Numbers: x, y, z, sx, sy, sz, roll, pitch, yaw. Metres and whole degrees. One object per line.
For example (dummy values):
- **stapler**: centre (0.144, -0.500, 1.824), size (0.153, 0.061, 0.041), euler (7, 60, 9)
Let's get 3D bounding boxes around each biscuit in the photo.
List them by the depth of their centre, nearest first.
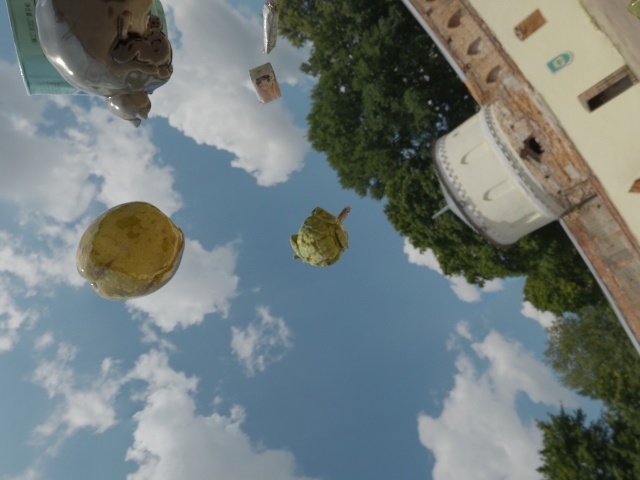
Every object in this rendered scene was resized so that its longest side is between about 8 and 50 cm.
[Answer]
- **biscuit**: centre (0.082, -0.085, 1.668), size (0.023, 0.118, 0.140), euler (37, -162, 5)

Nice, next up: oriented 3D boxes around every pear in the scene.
- **pear**: centre (-0.584, 0.032, 1.291), size (0.315, 0.314, 0.314), euler (28, -137, -30)

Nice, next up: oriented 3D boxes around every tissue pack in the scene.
- **tissue pack**: centre (-0.160, -0.453, 1.212), size (0.094, 0.074, 0.058), euler (66, 180, -57)

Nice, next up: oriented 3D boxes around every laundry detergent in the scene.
- **laundry detergent**: centre (-0.533, -0.486, 0.981), size (0.306, 0.287, 0.286), euler (-10, -112, -28)

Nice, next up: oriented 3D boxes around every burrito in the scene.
- **burrito**: centre (-0.189, -0.802, 1.576), size (0.064, 0.203, 0.064), euler (4, -124, -7)

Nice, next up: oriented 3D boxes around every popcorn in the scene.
- **popcorn**: centre (-0.001, -0.001, 1.341), size (0.167, 0.187, 0.185), euler (42, -107, -4)

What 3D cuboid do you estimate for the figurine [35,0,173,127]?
- **figurine**: centre (-0.342, -0.383, 0.656), size (0.203, 0.380, 0.248), euler (-22, -114, -32)

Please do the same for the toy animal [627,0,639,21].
- **toy animal**: centre (0.577, -0.510, 0.667), size (0.181, 0.181, 0.362), euler (3, -106, -29)
